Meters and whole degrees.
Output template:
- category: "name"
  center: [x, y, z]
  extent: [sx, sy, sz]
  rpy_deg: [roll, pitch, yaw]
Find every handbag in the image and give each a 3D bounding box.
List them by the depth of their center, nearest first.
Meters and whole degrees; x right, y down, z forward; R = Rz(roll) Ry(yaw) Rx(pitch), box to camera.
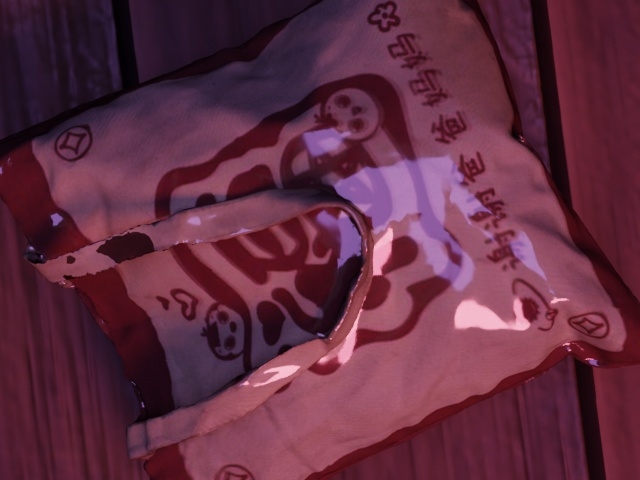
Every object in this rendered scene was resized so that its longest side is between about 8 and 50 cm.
- category: "handbag"
  center: [0.000, 0.000, 0.608]
  extent: [0.235, 0.127, 0.213]
  rpy_deg: [-26, 89, 3]
